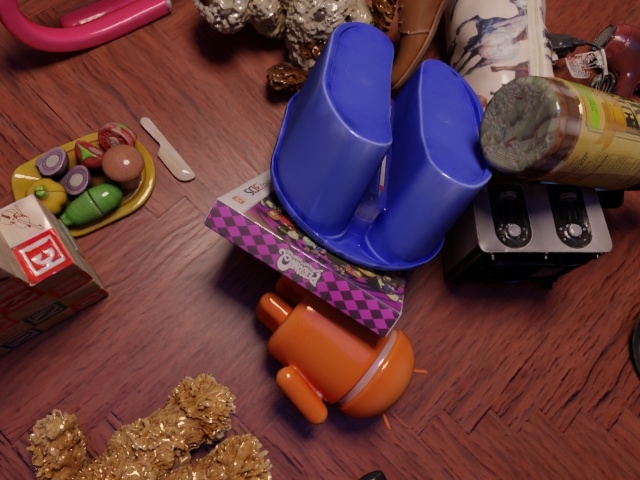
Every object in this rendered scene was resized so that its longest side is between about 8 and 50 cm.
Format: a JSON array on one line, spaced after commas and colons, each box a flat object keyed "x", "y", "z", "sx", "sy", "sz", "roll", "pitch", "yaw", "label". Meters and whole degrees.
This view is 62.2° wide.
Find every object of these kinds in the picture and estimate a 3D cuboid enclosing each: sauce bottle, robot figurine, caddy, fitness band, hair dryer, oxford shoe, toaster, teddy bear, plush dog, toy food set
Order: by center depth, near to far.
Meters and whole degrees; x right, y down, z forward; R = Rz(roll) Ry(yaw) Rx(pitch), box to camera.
[{"x": -0.217, "y": 0.287, "z": 0.567, "sx": 0.338, "sy": 0.113, "sz": 0.245, "roll": -14, "pitch": 75, "yaw": -15, "label": "teddy bear"}, {"x": 0.346, "y": -0.116, "z": 0.633, "sx": 0.344, "sy": 0.111, "sz": 0.111, "roll": 1, "pitch": 73, "yaw": -31, "label": "sauce bottle"}, {"x": 0.022, "y": 0.129, "z": 0.651, "sx": 0.219, "sy": 0.128, "sz": 0.158, "roll": 38, "pitch": 27, "yaw": 2, "label": "robot figurine"}, {"x": 0.071, "y": -0.116, "z": 0.677, "sx": 0.241, "sy": 0.179, "sz": 0.341, "roll": 23, "pitch": 43, "yaw": -13, "label": "caddy"}, {"x": -0.288, "y": -0.094, "z": 0.684, "sx": 0.218, "sy": 0.071, "sz": 0.128, "roll": -30, "pitch": 81, "yaw": -18, "label": "toy food set"}, {"x": -0.281, "y": -0.352, "z": 0.689, "sx": 0.291, "sy": 0.209, "sz": 0.054, "roll": -35, "pitch": 84, "yaw": -18, "label": "fitness band"}, {"x": 0.264, "y": -0.003, "z": 0.718, "sx": 0.168, "sy": 0.185, "sz": 0.110, "roll": 1, "pitch": 71, "yaw": -3, "label": "toaster"}, {"x": -0.017, "y": -0.342, "z": 0.778, "sx": 0.262, "sy": 0.210, "sz": 0.225, "roll": -34, "pitch": 97, "yaw": 10, "label": "plush dog"}, {"x": 0.140, "y": -0.325, "z": 0.786, "sx": 0.076, "sy": 0.212, "sz": 0.076, "roll": 23, "pitch": 27, "yaw": -5, "label": "oxford shoe"}, {"x": 0.503, "y": -0.252, "z": 0.899, "sx": 0.294, "sy": 0.080, "sz": 0.223, "roll": -12, "pitch": 92, "yaw": -9, "label": "hair dryer"}]

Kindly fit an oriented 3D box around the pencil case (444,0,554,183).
[{"x": 0.273, "y": -0.274, "z": 0.789, "sx": 0.160, "sy": 0.183, "sz": 0.410, "roll": 3, "pitch": 74, "yaw": -11, "label": "pencil case"}]

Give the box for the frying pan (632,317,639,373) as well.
[{"x": 0.593, "y": 0.110, "z": 0.719, "sx": 0.326, "sy": 0.053, "sz": 0.197, "roll": -45, "pitch": 74, "yaw": 21, "label": "frying pan"}]

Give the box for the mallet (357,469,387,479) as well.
[{"x": 0.002, "y": 0.335, "z": 0.636, "sx": 0.190, "sy": 0.039, "sz": 0.062, "roll": -14, "pitch": 77, "yaw": -10, "label": "mallet"}]

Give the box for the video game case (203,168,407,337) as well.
[{"x": 0.000, "y": 0.000, "z": 0.653, "sx": 0.232, "sy": 0.210, "sz": 0.042, "roll": 32, "pitch": 111, "yaw": 1, "label": "video game case"}]

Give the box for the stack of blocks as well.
[{"x": -0.336, "y": 0.035, "z": 0.518, "sx": 0.171, "sy": 0.297, "sz": 0.087, "roll": -32, "pitch": 82, "yaw": -17, "label": "stack of blocks"}]

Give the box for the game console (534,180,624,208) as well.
[{"x": 0.398, "y": -0.113, "z": 0.810, "sx": 0.071, "sy": 0.107, "sz": 0.122, "roll": 5, "pitch": 90, "yaw": -37, "label": "game console"}]
